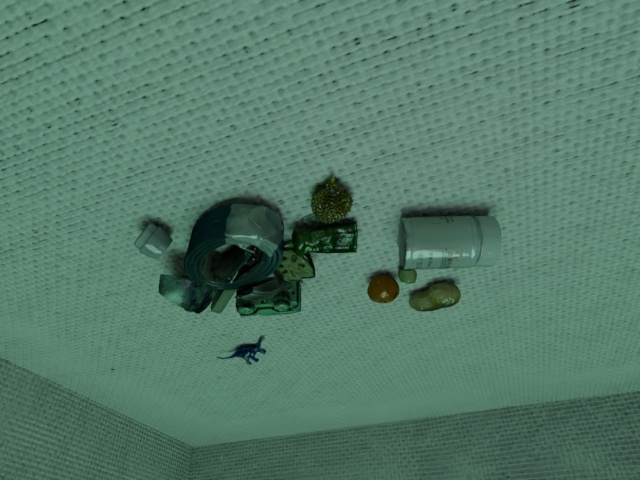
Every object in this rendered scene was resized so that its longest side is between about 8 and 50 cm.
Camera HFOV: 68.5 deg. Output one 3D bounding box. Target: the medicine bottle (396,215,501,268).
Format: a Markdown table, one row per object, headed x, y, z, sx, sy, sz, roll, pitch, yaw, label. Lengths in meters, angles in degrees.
| x | y | z | sx | sy | sz | roll | pitch | yaw | label |
| --- | --- | --- | --- | --- | --- | --- | --- | --- | --- |
| 0.452 | 0.006 | 1.679 | 0.333 | 0.189 | 0.189 | -2 | 141 | 1 | medicine bottle |

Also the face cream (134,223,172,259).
| x | y | z | sx | sy | sz | roll | pitch | yaw | label |
| --- | --- | --- | --- | --- | --- | --- | --- | --- | --- |
| -0.607 | 0.004 | 1.711 | 0.104 | 0.117 | 0.117 | 38 | 130 | -15 | face cream |

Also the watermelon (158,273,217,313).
| x | y | z | sx | sy | sz | roll | pitch | yaw | label |
| --- | --- | --- | --- | --- | --- | --- | --- | --- | --- |
| -0.553 | 0.212 | 1.899 | 0.226 | 0.148 | 0.318 | 10 | 174 | 30 | watermelon |

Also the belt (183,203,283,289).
| x | y | z | sx | sy | sz | roll | pitch | yaw | label |
| --- | --- | --- | --- | --- | --- | --- | --- | --- | --- |
| -0.316 | 0.032 | 1.710 | 0.300 | 0.173 | 0.437 | 26 | 135 | -31 | belt |

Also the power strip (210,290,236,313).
| x | y | z | sx | sy | sz | roll | pitch | yaw | label |
| --- | --- | --- | --- | --- | --- | --- | --- | --- | --- |
| -0.415 | 0.231 | 2.034 | 0.052 | 0.078 | 0.272 | 16 | 138 | -20 | power strip |

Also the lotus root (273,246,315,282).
| x | y | z | sx | sy | sz | roll | pitch | yaw | label |
| --- | --- | --- | --- | --- | --- | --- | --- | --- | --- |
| -0.106 | 0.080 | 1.856 | 0.184 | 0.077 | 0.203 | 5 | 139 | 12 | lotus root |

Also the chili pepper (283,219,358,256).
| x | y | z | sx | sy | sz | roll | pitch | yaw | label |
| --- | --- | --- | --- | --- | --- | --- | --- | --- | --- |
| 0.000 | 0.000 | 1.720 | 0.271 | 0.099 | 0.136 | -4 | 148 | -5 | chili pepper |

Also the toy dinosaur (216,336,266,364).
| x | y | z | sx | sy | sz | roll | pitch | yaw | label |
| --- | --- | --- | --- | --- | --- | --- | --- | --- | --- |
| -0.386 | 0.605 | 2.510 | 0.329 | 0.076 | 0.144 | -26 | 128 | 24 | toy dinosaur |

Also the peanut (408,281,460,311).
| x | y | z | sx | sy | sz | roll | pitch | yaw | label |
| --- | --- | --- | --- | --- | --- | --- | --- | --- | --- |
| 0.494 | 0.249 | 2.056 | 0.237 | 0.110 | 0.120 | -19 | 160 | 32 | peanut |

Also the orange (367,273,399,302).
| x | y | z | sx | sy | sz | roll | pitch | yaw | label |
| --- | --- | --- | --- | --- | --- | --- | --- | --- | --- |
| 0.267 | 0.205 | 1.986 | 0.136 | 0.117 | 0.135 | 14 | 159 | 5 | orange |

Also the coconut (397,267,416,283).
| x | y | z | sx | sy | sz | roll | pitch | yaw | label |
| --- | --- | --- | --- | --- | --- | --- | --- | --- | --- |
| 0.357 | 0.138 | 1.933 | 0.083 | 0.081 | 0.082 | -1 | 174 | -25 | coconut |

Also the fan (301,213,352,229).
| x | y | z | sx | sy | sz | roll | pitch | yaw | label |
| --- | --- | --- | --- | --- | --- | --- | --- | --- | --- |
| 0.045 | -0.051 | 1.743 | 0.240 | 0.009 | 0.131 | 20 | 137 | -23 | fan |

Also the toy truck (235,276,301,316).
| x | y | z | sx | sy | sz | roll | pitch | yaw | label |
| --- | --- | --- | --- | --- | --- | --- | --- | --- | --- |
| -0.220 | 0.243 | 1.997 | 0.279 | 0.154 | 0.156 | -6 | 149 | 7 | toy truck |

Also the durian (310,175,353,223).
| x | y | z | sx | sy | sz | roll | pitch | yaw | label |
| --- | --- | --- | --- | --- | --- | --- | --- | --- | --- |
| 0.039 | -0.130 | 1.578 | 0.147 | 0.102 | 0.208 | 6 | 137 | 0 | durian |

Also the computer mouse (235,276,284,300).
| x | y | z | sx | sy | sz | roll | pitch | yaw | label |
| --- | --- | --- | --- | --- | --- | --- | --- | --- | --- |
| -0.231 | 0.201 | 1.838 | 0.126 | 0.071 | 0.231 | -17 | 180 | 41 | computer mouse |
